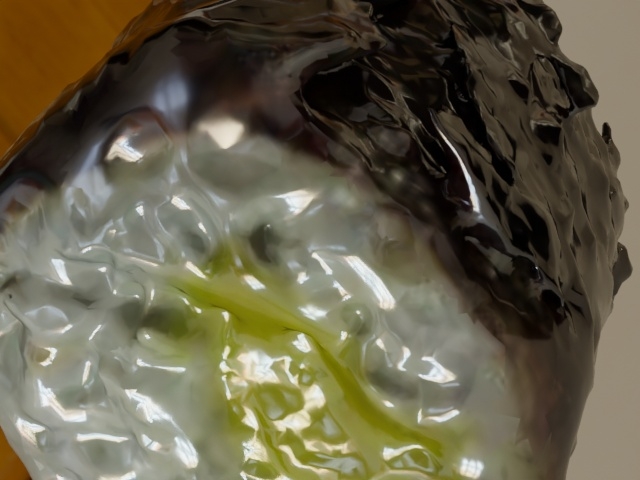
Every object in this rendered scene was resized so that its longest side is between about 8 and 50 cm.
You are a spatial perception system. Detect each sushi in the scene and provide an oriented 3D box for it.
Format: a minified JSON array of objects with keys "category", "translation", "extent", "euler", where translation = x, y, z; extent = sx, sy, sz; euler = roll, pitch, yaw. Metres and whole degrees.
[{"category":"sushi","translation":[-0.001,-0.001,0.913],"extent":[0.281,0.299,0.294],"euler":[-10,-157,25]}]
